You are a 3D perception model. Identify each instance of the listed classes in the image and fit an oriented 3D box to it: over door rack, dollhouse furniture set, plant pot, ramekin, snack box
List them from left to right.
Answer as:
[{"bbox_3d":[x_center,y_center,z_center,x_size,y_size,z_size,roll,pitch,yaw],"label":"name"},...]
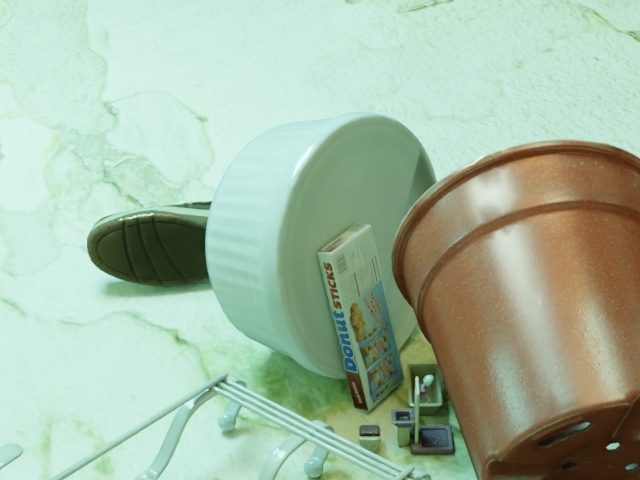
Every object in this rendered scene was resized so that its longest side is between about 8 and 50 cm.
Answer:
[{"bbox_3d":[-0.089,0.225,1.028,0.239,0.108,0.324,22,19,30],"label":"over door rack"},{"bbox_3d":[0.000,0.000,1.264,0.127,0.273,0.273,9,33,39],"label":"ramekin"},{"bbox_3d":[0.041,0.076,1.208,0.022,0.178,0.064,8,32,39],"label":"snack box"},{"bbox_3d":[0.082,0.139,1.198,0.091,0.081,0.114,0,33,2],"label":"dollhouse furniture set"},{"bbox_3d":[0.216,0.098,1.098,0.272,0.272,0.265,-4,47,-4],"label":"plant pot"}]

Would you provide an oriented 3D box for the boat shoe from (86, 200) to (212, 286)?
[{"bbox_3d":[-0.139,-0.003,1.431,0.257,0.095,0.095,0,19,-8],"label":"boat shoe"}]
